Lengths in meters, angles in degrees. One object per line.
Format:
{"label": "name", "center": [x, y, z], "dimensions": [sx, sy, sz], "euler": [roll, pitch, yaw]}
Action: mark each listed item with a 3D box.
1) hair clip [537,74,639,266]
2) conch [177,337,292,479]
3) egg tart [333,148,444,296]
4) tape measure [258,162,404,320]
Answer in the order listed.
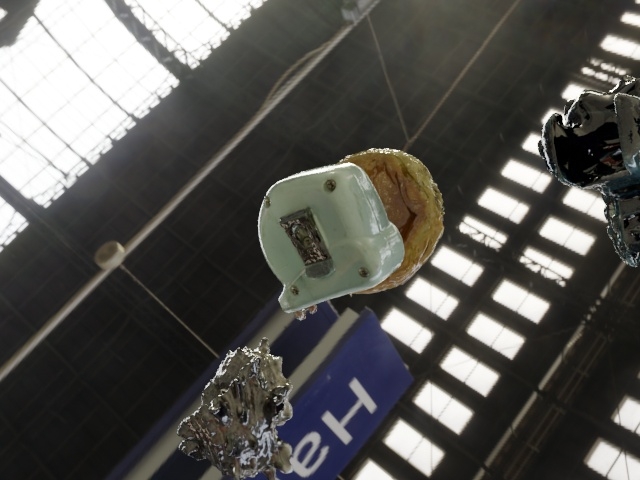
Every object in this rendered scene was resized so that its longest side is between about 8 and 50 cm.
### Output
{"label": "hair clip", "center": [0.447, -0.112, 0.913], "dimensions": [0.195, 0.310, 0.206], "euler": [-12, -131, 44]}
{"label": "conch", "center": [-0.119, 0.278, 1.050], "dimensions": [0.186, 0.313, 0.240], "euler": [11, -106, 4]}
{"label": "egg tart", "center": [0.113, -0.035, 1.401], "dimensions": [0.352, 0.150, 0.351], "euler": [-10, -116, 21]}
{"label": "tape measure", "center": [0.001, 0.001, 1.074], "dimensions": [0.243, 0.246, 0.125], "euler": [-23, -173, 40]}
